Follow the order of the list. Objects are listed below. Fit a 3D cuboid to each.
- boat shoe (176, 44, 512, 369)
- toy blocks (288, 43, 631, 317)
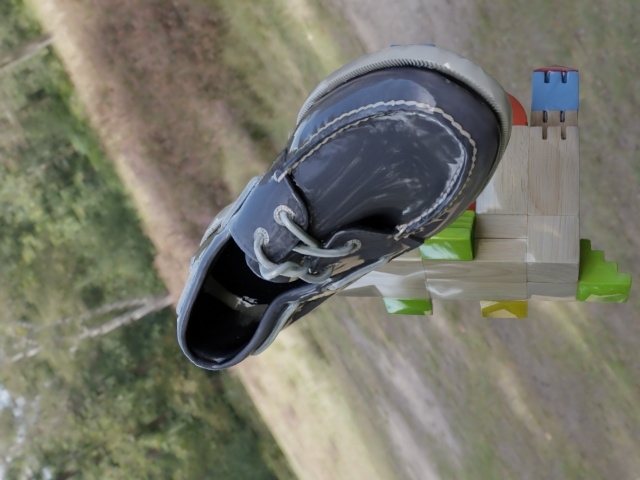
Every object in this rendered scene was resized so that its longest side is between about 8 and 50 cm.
[{"bbox_3d":[0.000,0.000,0.424,0.075,0.065,0.206,34,146,-13],"label":"boat shoe"},{"bbox_3d":[0.114,-0.078,1.112,0.191,0.381,0.261,67,-154,-63],"label":"toy blocks"}]
